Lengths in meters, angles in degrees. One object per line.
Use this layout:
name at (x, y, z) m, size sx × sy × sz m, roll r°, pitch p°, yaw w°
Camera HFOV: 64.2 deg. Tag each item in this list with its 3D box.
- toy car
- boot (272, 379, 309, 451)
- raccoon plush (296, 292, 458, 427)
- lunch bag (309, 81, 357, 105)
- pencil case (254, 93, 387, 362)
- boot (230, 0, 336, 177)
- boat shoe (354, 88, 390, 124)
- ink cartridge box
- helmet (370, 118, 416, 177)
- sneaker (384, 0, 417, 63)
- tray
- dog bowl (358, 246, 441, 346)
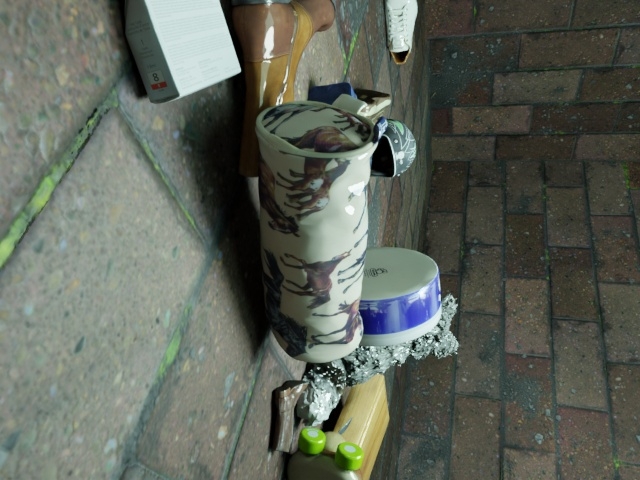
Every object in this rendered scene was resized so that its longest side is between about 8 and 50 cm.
toy car at (0.032, 0.441, 1.027) m, size 0.188 × 0.149 × 0.155 m, roll -15°, pitch 118°, yaw -67°
boot at (-0.055, 0.319, 0.933) m, size 0.106 × 0.037 × 0.114 m, roll 2°, pitch 88°, yaw -60°
raccoon plush at (0.157, 0.278, 1.175) m, size 0.446 × 0.299 × 0.216 m, roll -67°, pitch 154°, yaw -48°
lunch bag at (0.031, -0.269, 1.018) m, size 0.065 × 0.098 × 0.067 m, roll 38°, pitch 51°, yaw -73°
pencil case at (0.000, 0.000, 0.764) m, size 0.183 × 0.160 × 0.410 m, roll -29°, pitch 137°, yaw -34°
boot at (-0.044, -0.242, 0.784) m, size 0.264 × 0.096 × 0.280 m, roll -41°, pitch 133°, yaw -67°
boat shoe at (0.114, -0.330, 1.324) m, size 0.257 × 0.095 × 0.095 m, roll -43°, pitch 147°, yaw -58°
ink cartridge box at (-0.157, -0.247, 0.531) m, size 0.145 × 0.045 × 0.179 m, roll -57°, pitch 133°, yaw -58°
helmet at (0.182, -0.254, 1.405) m, size 0.169 × 0.161 × 0.169 m, roll 3°, pitch 90°, yaw -73°
sneaker at (0.275, -0.721, 1.731) m, size 0.290 × 0.106 × 0.123 m, roll 62°, pitch 32°, yaw -62°
tray at (0.066, 0.536, 1.205) m, size 0.411 × 0.076 × 0.203 m, roll -58°, pitch 147°, yaw -41°
dog bowl at (0.121, 0.110, 1.089) m, size 0.265 × 0.265 × 0.104 m, roll -54°, pitch 141°, yaw -61°
